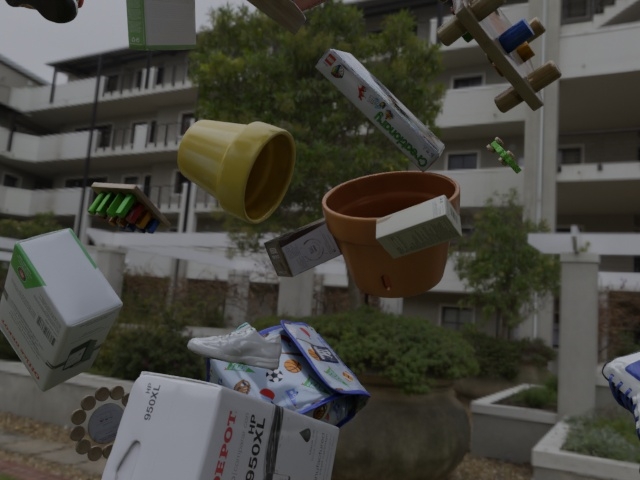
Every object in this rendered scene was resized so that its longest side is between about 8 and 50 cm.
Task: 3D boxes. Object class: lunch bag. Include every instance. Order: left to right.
[{"bbox_3d":[-0.092,0.415,1.680,0.385,0.239,0.328,-15,44,-33],"label":"lunch bag"}]

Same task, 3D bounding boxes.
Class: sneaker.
[{"bbox_3d":[-0.586,-0.555,1.314,0.270,0.090,0.145,24,34,32],"label":"sneaker"},{"bbox_3d":[-0.187,0.225,1.287,0.212,0.094,0.080,15,-13,-24],"label":"sneaker"},{"bbox_3d":[0.627,0.316,1.099,0.182,0.315,0.127,-11,-57,50],"label":"sneaker"}]

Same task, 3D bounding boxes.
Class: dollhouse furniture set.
[{"bbox_3d":[-0.073,-0.671,1.273,0.286,0.303,0.198,27,26,-31],"label":"dollhouse furniture set"}]

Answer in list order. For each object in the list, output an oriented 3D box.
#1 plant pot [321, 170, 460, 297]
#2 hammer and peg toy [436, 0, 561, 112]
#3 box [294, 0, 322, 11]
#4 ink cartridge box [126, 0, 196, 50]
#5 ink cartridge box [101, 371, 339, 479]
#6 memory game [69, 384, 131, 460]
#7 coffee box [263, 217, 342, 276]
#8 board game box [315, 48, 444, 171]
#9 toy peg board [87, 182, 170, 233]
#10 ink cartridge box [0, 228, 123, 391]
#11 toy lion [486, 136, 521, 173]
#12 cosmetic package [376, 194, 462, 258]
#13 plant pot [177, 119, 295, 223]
[{"bbox_3d":[0.159,-0.011,1.258,0.290,0.204,0.291,-8,24,3],"label":"plant pot"},{"bbox_3d":[0.289,-0.421,1.069,0.127,0.266,0.361,-32,-56,34],"label":"hammer and peg toy"},{"bbox_3d":[0.025,-0.775,1.657,0.232,0.149,0.127,-10,23,37],"label":"box"},{"bbox_3d":[-0.327,-0.519,1.207,0.056,0.235,0.171,11,22,22],"label":"ink cartridge box"},{"bbox_3d":[-0.144,0.398,0.923,0.166,0.286,0.395,0,-24,29],"label":"ink cartridge box"},{"bbox_3d":[-0.530,0.451,1.440,0.012,0.186,0.186,-2,-10,43],"label":"memory game"},{"bbox_3d":[0.000,0.000,1.462,0.246,0.098,0.141,-24,4,-20],"label":"coffee box"},{"bbox_3d":[0.135,-0.280,1.233,0.305,0.053,0.193,45,21,1],"label":"board game box"},{"bbox_3d":[-0.507,-0.066,1.507,0.161,0.079,0.161,6,-34,30],"label":"toy peg board"},{"bbox_3d":[-0.554,0.149,1.214,0.121,0.211,0.289,-25,-19,-47],"label":"ink cartridge box"},{"bbox_3d":[0.419,-0.181,1.299,0.034,0.096,0.100,-42,-45,18],"label":"toy lion"},{"bbox_3d":[0.146,-0.019,0.868,0.115,0.041,0.060,-19,-45,27],"label":"cosmetic package"},{"bbox_3d":[-0.228,-0.200,1.516,0.239,0.254,0.254,22,-2,19],"label":"plant pot"}]
